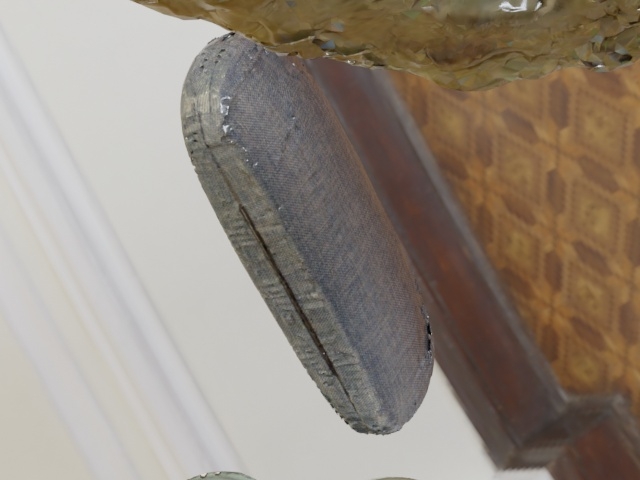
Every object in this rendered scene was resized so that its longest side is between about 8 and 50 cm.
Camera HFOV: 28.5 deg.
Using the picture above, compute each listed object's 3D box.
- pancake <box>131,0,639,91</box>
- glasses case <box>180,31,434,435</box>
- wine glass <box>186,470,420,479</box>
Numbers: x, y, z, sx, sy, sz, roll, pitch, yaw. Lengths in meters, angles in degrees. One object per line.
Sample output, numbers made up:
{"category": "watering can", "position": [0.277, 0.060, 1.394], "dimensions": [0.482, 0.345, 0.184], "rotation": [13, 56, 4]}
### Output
{"category": "pancake", "position": [0.018, -0.132, 0.225], "dimensions": [0.282, 0.282, 0.049], "rotation": [94, 172, -51]}
{"category": "glasses case", "position": [0.000, 0.000, 0.777], "dimensions": [0.067, 0.109, 0.282], "rotation": [-12, 123, 31]}
{"category": "wine glass", "position": [-0.065, 0.205, 0.859], "dimensions": [0.264, 0.309, 0.096], "rotation": [-4, 79, 25]}
